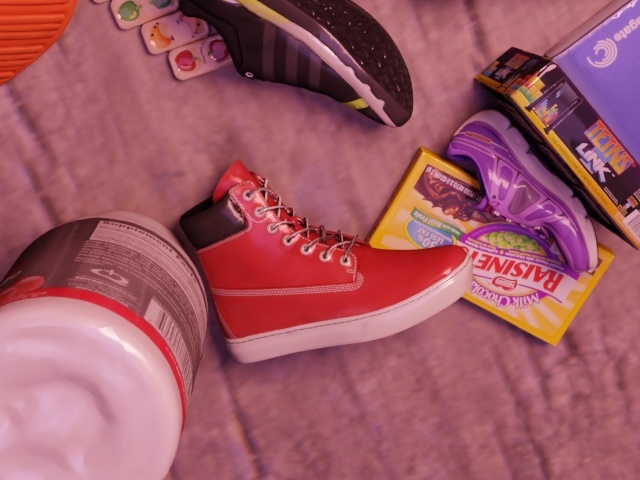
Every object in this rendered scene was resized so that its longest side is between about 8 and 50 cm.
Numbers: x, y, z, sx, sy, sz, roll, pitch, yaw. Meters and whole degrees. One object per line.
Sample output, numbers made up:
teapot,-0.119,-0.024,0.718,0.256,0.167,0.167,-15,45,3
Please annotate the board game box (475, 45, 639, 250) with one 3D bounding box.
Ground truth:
board game box,0.213,-0.081,0.985,0.048,0.141,0.170,-41,104,7

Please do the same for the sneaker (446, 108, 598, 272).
sneaker,0.176,-0.034,1.026,0.071,0.068,0.170,-40,82,-4

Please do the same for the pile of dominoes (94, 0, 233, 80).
pile of dominoes,-0.124,-0.264,0.981,0.196,0.040,0.251,-43,103,12

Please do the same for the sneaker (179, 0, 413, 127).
sneaker,-0.024,-0.169,0.997,0.235,0.084,0.097,38,129,-19

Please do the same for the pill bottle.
pill bottle,-0.184,0.081,0.946,0.176,0.318,0.176,0,107,0

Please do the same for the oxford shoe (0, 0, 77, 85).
oxford shoe,-0.267,-0.242,0.947,0.364,0.130,0.133,-45,74,28

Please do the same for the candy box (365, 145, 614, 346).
candy box,0.156,0.007,1.075,0.206,0.027,0.105,27,108,-8

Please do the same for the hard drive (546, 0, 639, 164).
hard drive,0.378,-0.103,1.031,0.210,0.040,0.318,-37,104,11

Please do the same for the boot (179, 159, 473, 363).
boot,0.000,0.000,1.027,0.244,0.088,0.176,-15,105,20
